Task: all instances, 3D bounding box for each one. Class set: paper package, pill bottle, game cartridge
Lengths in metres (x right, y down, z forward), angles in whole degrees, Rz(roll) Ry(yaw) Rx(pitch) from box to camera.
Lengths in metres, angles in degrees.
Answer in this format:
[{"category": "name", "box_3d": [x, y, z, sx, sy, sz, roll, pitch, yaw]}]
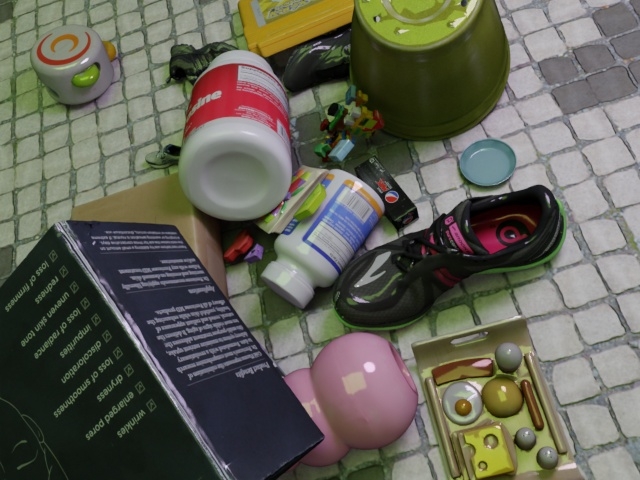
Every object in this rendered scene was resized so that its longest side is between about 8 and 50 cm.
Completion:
[{"category": "paper package", "box_3d": [-0.372, 0.052, 1.426, 0.309, 0.168, 0.325, -17, 62, 8]}, {"category": "pill bottle", "box_3d": [-0.181, -0.250, 1.449, 0.228, 0.229, 0.408, -15, 41, 8]}, {"category": "game cartridge", "box_3d": [-0.064, -0.586, 1.668, 0.285, 0.053, 0.324, -22, 38, 4]}, {"category": "pill bottle", "box_3d": [0.000, 0.000, 1.360, 0.152, 0.152, 0.272, 30, 75, 26]}]

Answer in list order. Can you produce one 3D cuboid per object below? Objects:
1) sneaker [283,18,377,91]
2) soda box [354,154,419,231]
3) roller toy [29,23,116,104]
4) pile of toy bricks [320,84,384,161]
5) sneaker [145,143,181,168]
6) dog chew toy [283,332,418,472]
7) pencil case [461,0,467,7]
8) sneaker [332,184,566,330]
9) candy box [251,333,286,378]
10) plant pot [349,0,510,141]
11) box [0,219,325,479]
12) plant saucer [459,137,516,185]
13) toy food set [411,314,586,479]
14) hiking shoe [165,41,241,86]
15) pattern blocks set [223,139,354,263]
[{"category": "sneaker", "box_3d": [0.040, -0.444, 1.605, 0.286, 0.109, 0.130, -34, 69, 0]}, {"category": "soda box", "box_3d": [0.142, -0.103, 1.430, 0.060, 0.053, 0.169, -33, 60, -2]}, {"category": "roller toy", "box_3d": [-0.665, -0.472, 1.780, 0.191, 0.146, 0.209, 0, 58, 5]}, {"category": "pile of toy bricks", "box_3d": [0.079, -0.256, 1.473, 0.105, 0.212, 0.118, 12, 63, -19]}, {"category": "sneaker", "box_3d": [-0.373, -0.215, 1.622, 0.135, 0.058, 0.052, -4, 63, 14]}, {"category": "dog chew toy", "box_3d": [0.005, 0.308, 1.187, 0.331, 0.206, 0.207, -30, 60, 8]}, {"category": "pencil case", "box_3d": [0.297, -0.646, 1.629, 0.273, 0.124, 0.114, 48, 123, 30]}, {"category": "sneaker", "box_3d": [0.234, 0.014, 1.261, 0.482, 0.202, 0.185, -26, 60, 1]}, {"category": "candy box", "box_3d": [-0.185, 0.253, 1.293, 0.165, 0.070, 0.196, -41, 83, -8]}, {"category": "plant pot", "box_3d": [0.211, -0.428, 1.349, 0.366, 0.353, 0.367, -2, 82, 12]}, {"category": "box", "box_3d": [-0.343, 0.296, 1.080, 0.480, 0.297, 0.472, -43, 73, 18]}, {"category": "plant saucer", "box_3d": [0.361, -0.165, 1.420, 0.119, 0.021, 0.119, -7, 62, 12]}, {"category": "toy food set", "box_3d": [0.304, 0.300, 1.161, 0.219, 0.092, 0.306, -16, 61, 7]}, {"category": "hiking shoe", "box_3d": [-0.295, -0.447, 1.716, 0.226, 0.086, 0.114, 5, 79, 23]}, {"category": "pattern blocks set", "box_3d": [-0.068, -0.086, 1.390, 0.325, 0.026, 0.285, -55, 23, -18]}]
